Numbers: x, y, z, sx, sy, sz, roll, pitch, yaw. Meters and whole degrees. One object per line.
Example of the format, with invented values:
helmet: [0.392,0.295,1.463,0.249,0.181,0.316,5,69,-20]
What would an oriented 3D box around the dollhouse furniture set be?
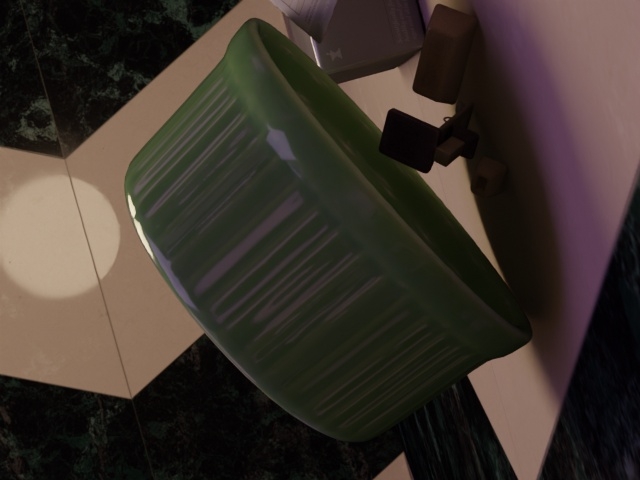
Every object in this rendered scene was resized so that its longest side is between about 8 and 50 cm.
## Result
dollhouse furniture set: [0.109,-0.105,0.802,0.081,0.091,0.114,-38,-32,-49]

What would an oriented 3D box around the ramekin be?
ramekin: [0.000,0.000,0.842,0.303,0.148,0.303,46,-169,-12]

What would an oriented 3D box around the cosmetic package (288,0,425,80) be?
cosmetic package: [0.023,-0.215,1.071,0.238,0.107,0.127,-142,36,-82]

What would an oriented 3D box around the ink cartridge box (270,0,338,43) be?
ink cartridge box: [0.002,-0.265,0.857,0.232,0.066,0.189,46,121,46]
